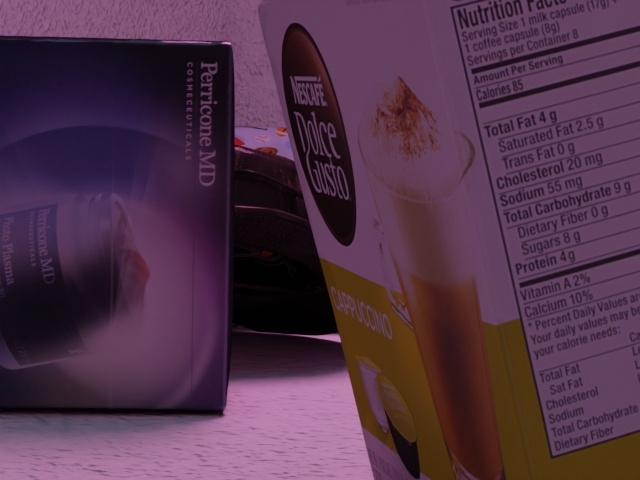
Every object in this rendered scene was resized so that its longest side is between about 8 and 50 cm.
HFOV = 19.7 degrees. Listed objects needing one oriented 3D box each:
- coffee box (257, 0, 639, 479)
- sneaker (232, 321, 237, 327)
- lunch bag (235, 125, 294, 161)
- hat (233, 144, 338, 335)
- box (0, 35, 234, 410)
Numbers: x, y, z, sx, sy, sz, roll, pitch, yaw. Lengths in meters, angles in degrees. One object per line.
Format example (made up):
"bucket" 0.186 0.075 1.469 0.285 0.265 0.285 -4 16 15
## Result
"coffee box" 0.192 -0.026 1.054 0.338 0.334 0.337 -16 9 -13
"sneaker" 0.000 0.000 1.919 0.330 0.147 0.130 -6 25 1
"lunch bag" -0.057 -0.074 2.711 0.243 0.115 0.303 -2 27 -15
"hat" -0.091 -0.020 1.768 0.331 0.134 0.331 5 -22 2
"box" -0.217 -0.020 1.500 0.294 0.296 0.183 0 5 -4
